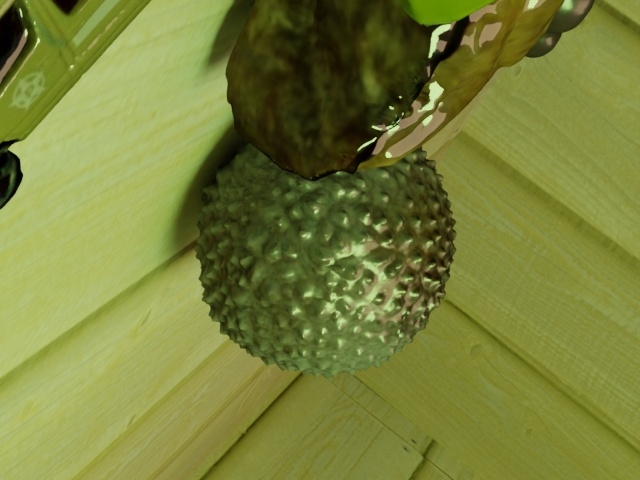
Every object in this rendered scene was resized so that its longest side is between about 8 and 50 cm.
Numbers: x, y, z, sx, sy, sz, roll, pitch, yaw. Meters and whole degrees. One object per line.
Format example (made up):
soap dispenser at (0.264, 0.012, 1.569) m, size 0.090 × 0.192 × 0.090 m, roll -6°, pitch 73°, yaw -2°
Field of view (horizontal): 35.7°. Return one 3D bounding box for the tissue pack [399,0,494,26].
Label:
tissue pack at (0.075, -0.252, 0.439) m, size 0.200 × 0.167 × 0.275 m, roll -27°, pitch 162°, yaw 9°

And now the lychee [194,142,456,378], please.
lychee at (0.002, 0.006, 1.065) m, size 0.300 × 0.300 × 0.300 m, roll -51°, pitch 172°, yaw -10°

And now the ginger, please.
ginger at (0.061, -0.190, 0.810) m, size 0.223 × 0.200 × 0.269 m, roll -21°, pitch 154°, yaw -45°

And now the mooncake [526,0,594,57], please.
mooncake at (0.320, -0.404, 1.358) m, size 0.306 × 0.154 × 0.306 m, roll -55°, pitch -174°, yaw 9°

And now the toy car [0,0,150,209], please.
toy car at (-0.127, -0.129, 0.415) m, size 0.256 × 0.101 × 0.124 m, roll -52°, pitch 167°, yaw -13°
